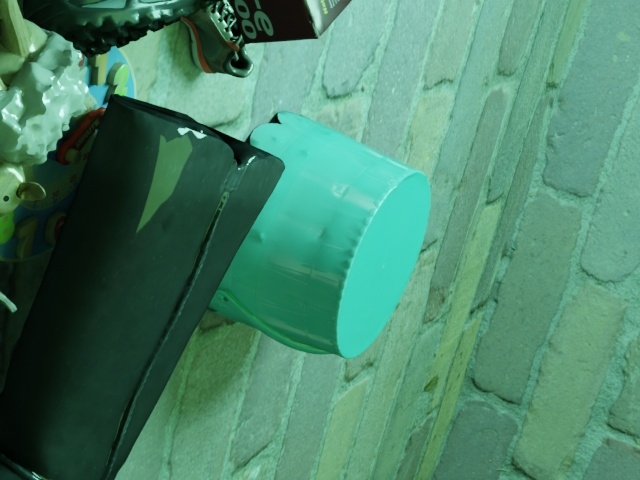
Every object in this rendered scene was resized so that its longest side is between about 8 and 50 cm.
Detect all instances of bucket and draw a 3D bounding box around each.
[{"bbox_3d":[0.000,0.000,1.279,0.281,0.183,0.281,-50,153,-37],"label":"bucket"}]

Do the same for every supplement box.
[{"bbox_3d":[-0.002,-0.273,0.877,0.239,0.073,0.130,-56,136,-46],"label":"supplement box"}]

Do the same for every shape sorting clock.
[{"bbox_3d":[-0.219,-0.075,0.885,0.206,0.040,0.206,-49,152,-38],"label":"shape sorting clock"}]

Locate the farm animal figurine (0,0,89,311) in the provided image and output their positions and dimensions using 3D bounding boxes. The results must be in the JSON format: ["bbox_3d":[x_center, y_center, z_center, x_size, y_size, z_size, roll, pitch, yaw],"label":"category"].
[{"bbox_3d":[-0.301,0.018,0.555,0.172,0.330,0.327,82,9,-49],"label":"farm animal figurine"}]

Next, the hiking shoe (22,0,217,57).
[{"bbox_3d":[-0.140,-0.235,0.840,0.304,0.113,0.132,-44,113,-54],"label":"hiking shoe"}]

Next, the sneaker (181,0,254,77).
[{"bbox_3d":[-0.094,-0.213,1.007,0.061,0.065,0.158,-59,158,-20],"label":"sneaker"}]

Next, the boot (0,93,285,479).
[{"bbox_3d":[-0.216,0.095,0.852,0.445,0.146,0.367,-60,168,7],"label":"boot"}]
